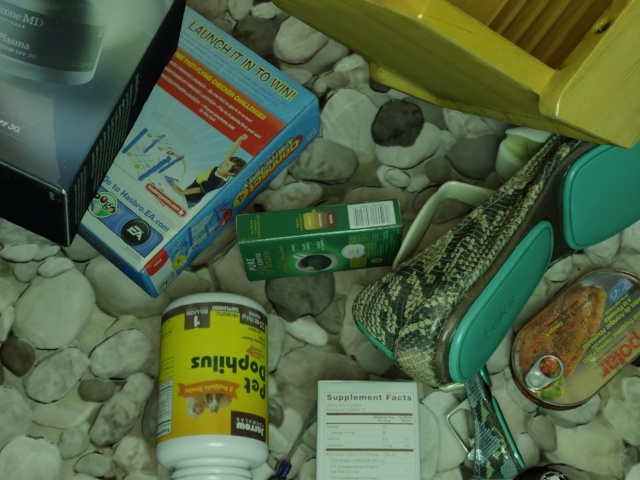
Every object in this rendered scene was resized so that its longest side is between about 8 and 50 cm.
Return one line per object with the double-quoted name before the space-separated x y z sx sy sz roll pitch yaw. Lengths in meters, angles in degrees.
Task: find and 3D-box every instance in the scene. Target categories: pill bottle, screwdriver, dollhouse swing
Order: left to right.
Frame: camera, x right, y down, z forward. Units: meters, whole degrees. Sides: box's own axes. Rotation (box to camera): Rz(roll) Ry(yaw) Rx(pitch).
"pill bottle" -0.113 0.171 0.970 0.117 0.117 0.214 -3 65 1
"screwdriver" -0.029 0.229 0.998 0.024 0.025 0.170 21 59 13
"dollhouse swing" 0.178 -0.279 0.973 0.315 0.305 0.347 -52 30 -4

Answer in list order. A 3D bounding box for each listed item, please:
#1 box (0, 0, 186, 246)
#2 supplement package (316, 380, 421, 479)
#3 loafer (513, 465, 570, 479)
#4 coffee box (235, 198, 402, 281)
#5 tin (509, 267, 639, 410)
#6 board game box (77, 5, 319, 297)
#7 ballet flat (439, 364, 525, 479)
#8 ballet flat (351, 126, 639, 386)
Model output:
"box" -0.339 -0.202 0.989 0.296 0.183 0.294 25 67 -5
"supplement package" 0.048 0.242 0.935 0.105 0.105 0.179 0 64 3
"loafer" 0.264 0.319 0.902 0.080 0.078 0.220 -32 67 -12
"coffee box" 0.000 0.000 1.049 0.184 0.113 0.040 -7 66 1
"tin" 0.295 0.111 1.024 0.190 0.040 0.106 -37 64 -14
"board game box" -0.213 -0.137 1.139 0.308 0.086 0.302 38 72 18
"ballet flat" 0.160 0.168 0.991 0.070 0.070 0.188 -13 61 -3
"ballet flat" 0.219 -0.033 1.018 0.483 0.164 0.182 -37 47 -26
